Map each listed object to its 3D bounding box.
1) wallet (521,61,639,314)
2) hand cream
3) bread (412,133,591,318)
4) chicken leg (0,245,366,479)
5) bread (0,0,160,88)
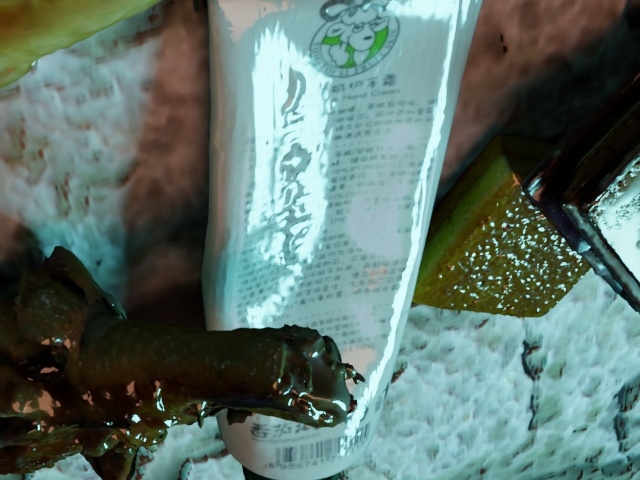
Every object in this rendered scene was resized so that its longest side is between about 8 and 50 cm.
[{"bbox_3d":[0.192,-0.031,0.753,0.161,0.042,0.195,-45,140,1],"label":"wallet"},{"bbox_3d":[0.000,0.000,0.727,0.121,0.076,0.336,-13,138,-20],"label":"hand cream"},{"bbox_3d":[0.095,-0.005,0.781,0.090,0.035,0.094,7,137,-34],"label":"bread"},{"bbox_3d":[-0.085,0.055,0.705,0.125,0.080,0.196,33,141,-32],"label":"chicken leg"},{"bbox_3d":[-0.046,-0.166,0.399,0.344,0.149,0.195,-22,140,8],"label":"bread"}]
